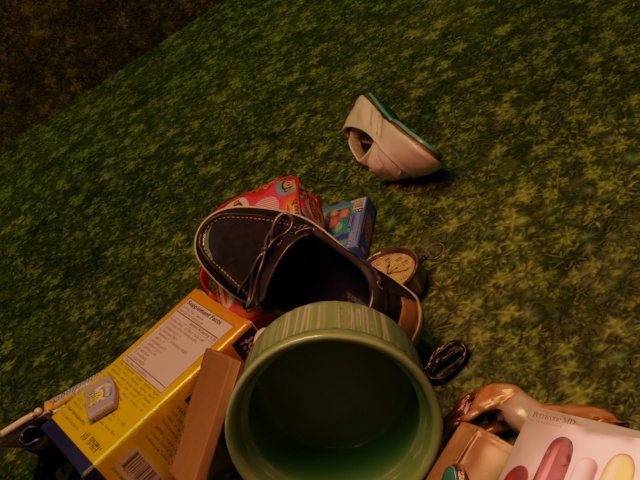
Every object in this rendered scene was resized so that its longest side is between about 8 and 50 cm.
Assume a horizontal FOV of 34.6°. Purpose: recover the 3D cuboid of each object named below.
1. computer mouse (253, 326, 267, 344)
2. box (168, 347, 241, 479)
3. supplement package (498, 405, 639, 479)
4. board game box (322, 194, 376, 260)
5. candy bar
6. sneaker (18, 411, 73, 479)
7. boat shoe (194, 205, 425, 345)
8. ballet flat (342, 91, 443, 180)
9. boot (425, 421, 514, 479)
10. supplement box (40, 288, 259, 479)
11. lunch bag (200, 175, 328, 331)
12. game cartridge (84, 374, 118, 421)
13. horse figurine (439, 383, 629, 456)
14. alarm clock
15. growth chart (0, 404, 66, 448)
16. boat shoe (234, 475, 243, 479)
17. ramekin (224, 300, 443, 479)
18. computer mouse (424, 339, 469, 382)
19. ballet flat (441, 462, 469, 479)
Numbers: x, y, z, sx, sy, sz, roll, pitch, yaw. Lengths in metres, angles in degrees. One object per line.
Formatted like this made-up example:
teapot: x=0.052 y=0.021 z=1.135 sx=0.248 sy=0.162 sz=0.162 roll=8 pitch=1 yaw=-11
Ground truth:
computer mouse: x=-0.026 y=0.208 z=1.653 sx=0.042 sy=0.193 sz=0.106 roll=-33 pitch=23 yaw=45
box: x=-0.173 y=0.265 z=1.526 sx=0.164 sy=0.021 sz=0.201 roll=1 pitch=73 yaw=71
supplement package: x=0.317 y=0.333 z=1.207 sx=0.194 sy=0.149 sz=0.203 roll=6 pitch=57 yaw=43
board game box: x=0.000 y=0.000 z=2.043 sx=0.210 sy=0.047 sz=0.160 roll=-14 pitch=36 yaw=24
candy bar: x=-0.484 y=0.299 z=2.058 sx=0.161 sy=0.018 sz=0.040 roll=-30 pitch=32 yaw=3
sneaker: x=-0.485 y=0.365 z=1.799 sx=0.217 sy=0.121 sz=0.079 roll=-48 pitch=47 yaw=30
boat shoe: x=-0.048 y=0.049 z=1.735 sx=0.500 sy=0.156 sz=0.187 roll=27 pitch=85 yaw=39
ballet flat: x=0.140 y=-0.196 z=2.148 sx=0.139 sy=0.139 sz=0.400 roll=-31 pitch=28 yaw=-1
boot: x=0.129 y=0.360 z=1.372 sx=0.236 sy=0.089 sz=0.269 roll=26 pitch=74 yaw=39
supplement box: x=-0.245 y=0.286 z=1.715 sx=0.356 sy=0.195 sz=0.194 roll=-42 pitch=34 yaw=-16
lunch bag: x=-0.110 y=0.042 z=1.942 sx=0.258 sy=0.120 sz=0.293 roll=-24 pitch=53 yaw=17
game cartridge: x=-0.352 y=0.252 z=1.652 sx=0.056 sy=0.017 sz=0.083 roll=-29 pitch=32 yaw=-2
horse figurine: x=0.273 y=0.268 z=1.439 sx=0.263 sy=0.066 sz=0.174 roll=19 pitch=64 yaw=47
alarm clock: x=0.140 y=0.064 z=1.825 sx=0.192 sy=0.064 sz=0.129 roll=-35 pitch=32 yaw=0
growth chart: x=-0.505 y=0.343 z=1.868 sx=0.172 sy=0.237 sz=0.021 roll=-33 pitch=72 yaw=8
boat shoe: x=-0.167 y=0.451 z=1.534 sx=0.302 sy=0.109 sz=0.094 roll=-35 pitch=9 yaw=-16
ramekin: x=0.019 y=0.235 z=1.479 sx=0.303 sy=0.303 sz=0.148 roll=-24 pitch=20 yaw=11
computer mouse: x=0.130 y=0.229 z=1.638 sx=0.242 sy=0.041 sz=0.071 roll=-25 pitch=55 yaw=-4
ballet flat: x=0.173 y=0.379 z=1.253 sx=0.073 sy=0.067 sz=0.206 roll=151 pitch=130 yaw=-74
